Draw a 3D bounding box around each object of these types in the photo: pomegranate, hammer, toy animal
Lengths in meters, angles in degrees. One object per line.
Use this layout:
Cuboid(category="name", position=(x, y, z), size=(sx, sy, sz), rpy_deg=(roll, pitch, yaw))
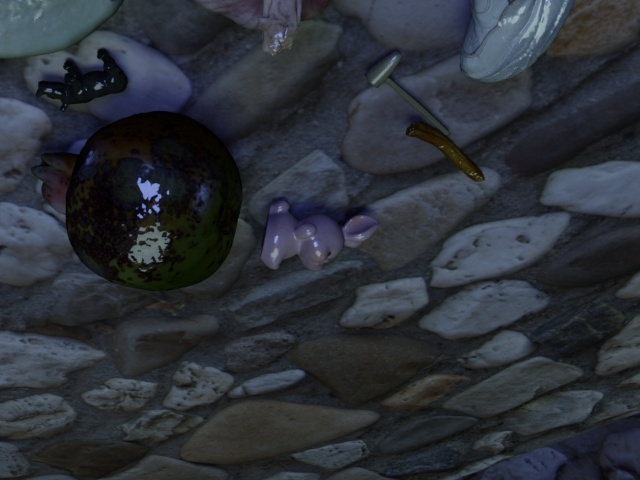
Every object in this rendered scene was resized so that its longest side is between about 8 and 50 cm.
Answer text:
Cuboid(category="pomegranate", position=(-0.290, -0.069, 1.060), size=(0.340, 0.285, 0.285), rpy_deg=(15, 145, 17))
Cuboid(category="hammer", position=(0.151, -0.220, 1.082), size=(0.060, 0.028, 0.195), rpy_deg=(-37, 135, 25))
Cuboid(category="toy animal", position=(0.000, 0.002, 1.262), size=(0.212, 0.124, 0.124), rpy_deg=(5, 140, -6))
Cuboid(category="toy animal", position=(-0.341, -0.221, 1.001), size=(0.135, 0.047, 0.065), rpy_deg=(-16, 149, 5))

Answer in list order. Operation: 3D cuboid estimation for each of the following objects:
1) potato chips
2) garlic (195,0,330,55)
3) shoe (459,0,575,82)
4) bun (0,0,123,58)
Cuboid(category="potato chips", position=(0.210, -0.148, 1.167), size=(0.026, 0.037, 0.204), rpy_deg=(-24, 144, 37))
Cuboid(category="garlic", position=(-0.059, -0.309, 0.769), size=(0.244, 0.253, 0.245), rpy_deg=(-5, 150, -3))
Cuboid(category="shoe", position=(0.214, -0.356, 0.842), size=(0.210, 0.132, 0.342), rpy_deg=(12, 134, -15))
Cuboid(category="bun", position=(-0.336, -0.346, 0.752), size=(0.283, 0.179, 0.283), rpy_deg=(-19, 134, -21))
